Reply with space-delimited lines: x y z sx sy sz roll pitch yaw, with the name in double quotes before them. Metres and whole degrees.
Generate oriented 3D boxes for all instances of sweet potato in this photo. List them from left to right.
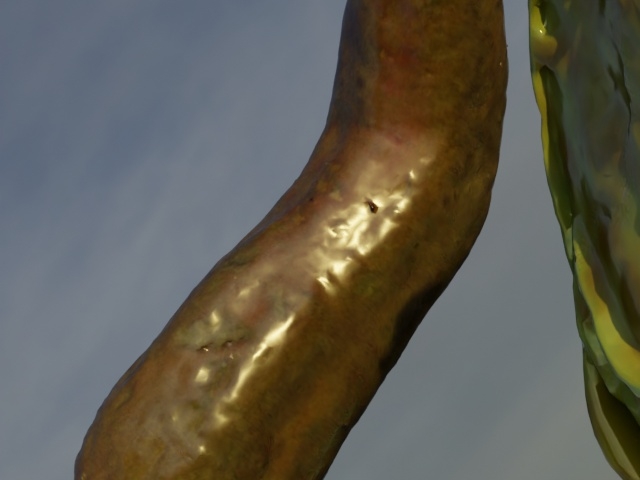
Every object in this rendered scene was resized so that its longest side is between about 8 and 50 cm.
"sweet potato" 0.004 0.000 0.482 0.081 0.062 0.233 30 -94 -53

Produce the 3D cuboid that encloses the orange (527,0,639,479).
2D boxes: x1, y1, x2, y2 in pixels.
"orange" 0.165 0.010 0.231 0.196 0.334 0.262 -14 -42 -10
